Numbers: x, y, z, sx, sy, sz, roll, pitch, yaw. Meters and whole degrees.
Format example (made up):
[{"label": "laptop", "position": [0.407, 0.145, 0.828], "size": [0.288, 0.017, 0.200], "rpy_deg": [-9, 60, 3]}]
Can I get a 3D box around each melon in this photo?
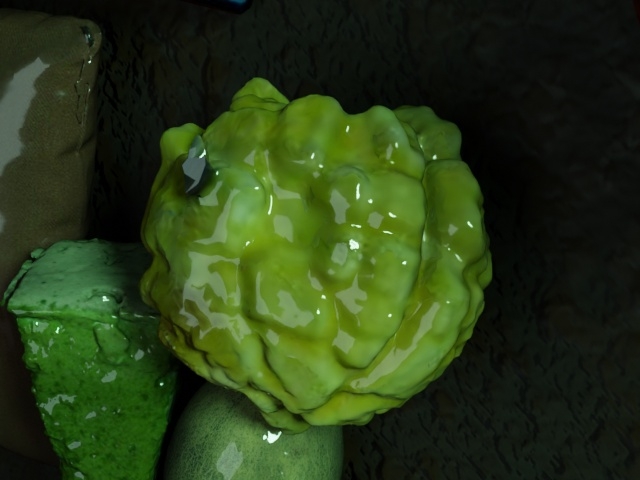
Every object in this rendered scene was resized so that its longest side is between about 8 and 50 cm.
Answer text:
[{"label": "melon", "position": [-0.036, 0.122, 0.739], "size": [0.098, 0.098, 0.131], "rpy_deg": [36, 126, 28]}]

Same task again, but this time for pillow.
[{"label": "pillow", "position": [-0.253, -0.012, 0.885], "size": [0.305, 0.108, 0.308], "rpy_deg": [16, 116, 32]}]

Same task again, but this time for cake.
[{"label": "cake", "position": [-0.099, 0.114, 0.783], "size": [0.099, 0.100, 0.235], "rpy_deg": [-5, 115, 9]}]

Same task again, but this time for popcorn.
[{"label": "popcorn", "position": [-0.005, 0.002, 0.642], "size": [0.173, 0.142, 0.173], "rpy_deg": [15, 118, 31]}]

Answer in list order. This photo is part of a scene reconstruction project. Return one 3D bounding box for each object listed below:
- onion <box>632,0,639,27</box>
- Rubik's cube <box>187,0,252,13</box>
[{"label": "onion", "position": [0.197, -0.093, 0.424], "size": [0.230, 0.163, 0.230], "rpy_deg": [11, 111, 30]}, {"label": "Rubik's cube", "position": [-0.188, -0.182, 0.689], "size": [0.250, 0.234, 0.284], "rpy_deg": [52, 129, 17]}]
